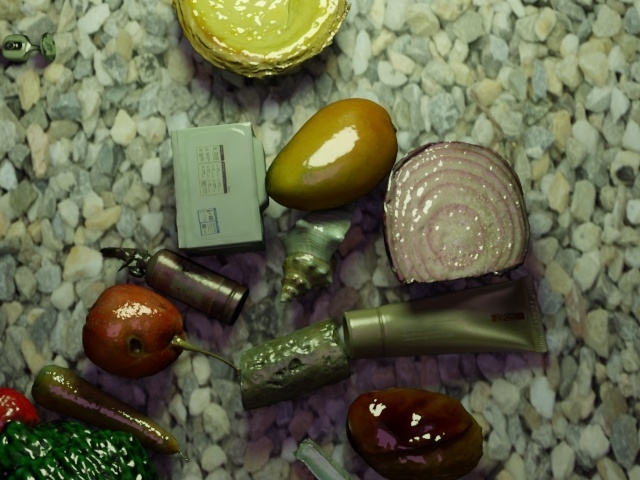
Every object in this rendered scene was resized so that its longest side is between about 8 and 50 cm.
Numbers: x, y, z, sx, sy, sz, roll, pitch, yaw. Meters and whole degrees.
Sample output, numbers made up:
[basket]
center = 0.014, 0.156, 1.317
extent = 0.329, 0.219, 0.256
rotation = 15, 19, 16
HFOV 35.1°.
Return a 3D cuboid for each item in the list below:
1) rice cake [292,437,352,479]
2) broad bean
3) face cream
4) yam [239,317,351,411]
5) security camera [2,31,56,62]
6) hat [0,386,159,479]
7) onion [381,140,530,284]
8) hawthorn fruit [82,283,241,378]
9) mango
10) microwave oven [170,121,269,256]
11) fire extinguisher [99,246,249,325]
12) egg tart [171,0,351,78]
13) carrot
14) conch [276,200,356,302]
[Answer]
[rice cake]
center = 0.039, 0.418, 1.700
extent = 0.043, 0.034, 0.211
rotation = -44, 84, 3
[broad bean]
center = 0.154, 0.321, 1.671
extent = 0.229, 0.122, 0.156
rotation = 10, 56, -4
[face cream]
center = 0.211, 0.143, 1.723
extent = 0.341, 0.084, 0.137
rotation = -6, 72, -7
[yam]
center = -0.051, 0.211, 1.697
extent = 0.194, 0.107, 0.107
rotation = -20, 82, -1
[security camera]
center = -0.529, -0.345, 1.817
extent = 0.092, 0.058, 0.058
rotation = -3, 81, 9
[hat]
center = -0.428, 0.356, 1.616
extent = 0.242, 0.274, 0.332
rotation = -43, 67, -3
[onion]
center = 0.219, -0.040, 1.730
extent = 0.250, 0.111, 0.247
rotation = -5, 74, -6
[hawthorn fruit]
center = -0.252, 0.161, 1.670
extent = 0.285, 0.165, 0.165
rotation = 9, 81, 13
[mango]
center = 0.029, -0.138, 1.706
extent = 0.175, 0.139, 0.254
rotation = 16, 52, 40
[microwave oven]
center = -0.171, -0.083, 1.734
extent = 0.162, 0.122, 0.208
rotation = -5, 82, 0
[fire extinguisher]
center = -0.249, 0.059, 1.720
extent = 0.252, 0.106, 0.075
rotation = 26, 88, 4
[egg tart]
center = -0.102, -0.416, 1.779
extent = 0.315, 0.120, 0.315
rotation = -1, 75, 4
[carrot]
center = -0.348, 0.300, 1.708
extent = 0.298, 0.078, 0.078
rotation = 27, 83, 1
[conch]
center = -0.011, 0.000, 1.712
extent = 0.114, 0.137, 0.234
rotation = 23, 88, -12
